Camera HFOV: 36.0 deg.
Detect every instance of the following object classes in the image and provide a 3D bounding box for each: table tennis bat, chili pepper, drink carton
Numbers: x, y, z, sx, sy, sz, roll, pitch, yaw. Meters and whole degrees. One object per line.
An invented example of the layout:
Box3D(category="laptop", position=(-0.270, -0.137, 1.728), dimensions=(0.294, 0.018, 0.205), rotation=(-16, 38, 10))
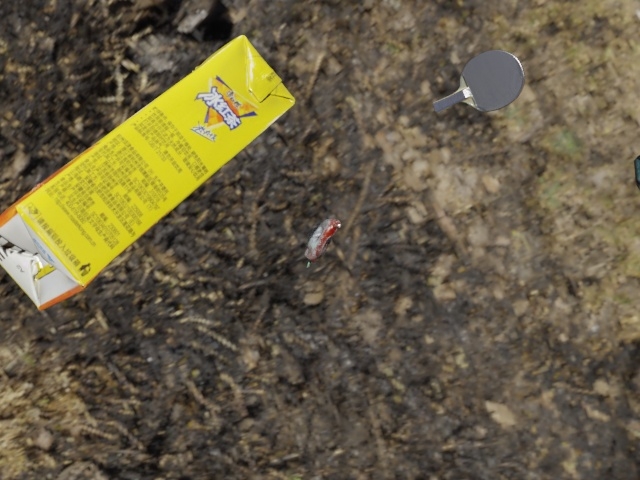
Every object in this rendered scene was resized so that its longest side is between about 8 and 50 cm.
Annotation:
Box3D(category="table tennis bat", position=(0.256, -0.249, 1.605), dimensions=(0.095, 0.158, 0.014), rotation=(65, 23, -1))
Box3D(category="chili pepper", position=(-0.001, 0.000, 1.758), dimensions=(0.041, 0.153, 0.050), rotation=(-10, 66, -21))
Box3D(category="drink carton", position=(-0.197, -0.081, 1.105), dimensions=(0.111, 0.154, 0.351), rotation=(53, 56, -11))

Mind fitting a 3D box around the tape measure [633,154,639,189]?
Box3D(category="tape measure", position=(0.427, -0.065, 0.793), dimensions=(0.330, 0.164, 0.084), rotation=(9, 48, 9))
